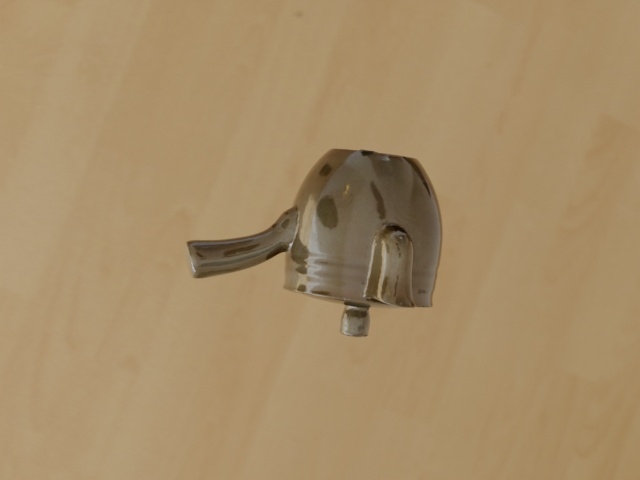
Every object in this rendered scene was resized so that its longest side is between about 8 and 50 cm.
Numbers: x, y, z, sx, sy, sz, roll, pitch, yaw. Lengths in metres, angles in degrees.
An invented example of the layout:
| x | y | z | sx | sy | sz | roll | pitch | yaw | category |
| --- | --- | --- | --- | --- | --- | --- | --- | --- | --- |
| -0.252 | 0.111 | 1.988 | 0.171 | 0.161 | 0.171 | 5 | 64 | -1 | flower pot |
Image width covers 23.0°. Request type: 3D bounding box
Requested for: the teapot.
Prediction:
| x | y | z | sx | sy | sz | roll | pitch | yaw | category |
| --- | --- | --- | --- | --- | --- | --- | --- | --- | --- |
| 0.000 | 0.000 | 0.660 | 0.110 | 0.085 | 0.080 | 6 | 91 | -15 | teapot |
